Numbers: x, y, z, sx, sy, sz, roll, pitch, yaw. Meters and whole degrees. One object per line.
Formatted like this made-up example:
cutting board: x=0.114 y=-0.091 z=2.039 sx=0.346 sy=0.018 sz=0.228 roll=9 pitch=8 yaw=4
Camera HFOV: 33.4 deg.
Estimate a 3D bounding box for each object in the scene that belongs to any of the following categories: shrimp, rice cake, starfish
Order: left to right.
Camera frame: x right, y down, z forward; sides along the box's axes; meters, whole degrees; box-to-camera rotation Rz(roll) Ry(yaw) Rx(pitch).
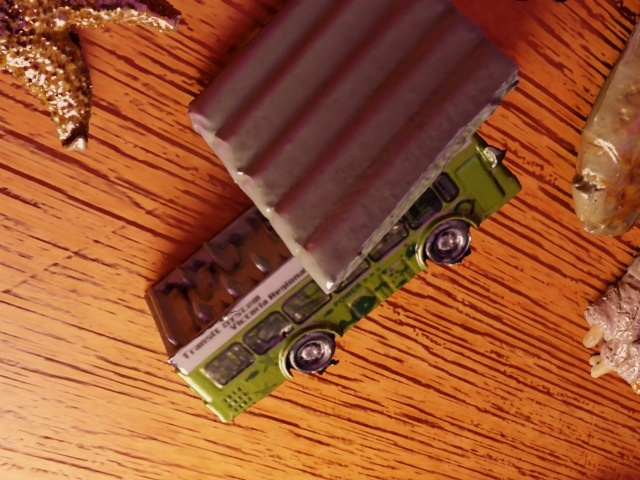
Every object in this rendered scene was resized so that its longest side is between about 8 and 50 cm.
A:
starfish: x=-0.203 y=-0.147 z=0.661 sx=0.227 sy=0.043 sz=0.241 roll=-20 pitch=127 yaw=-16
rice cake: x=0.019 y=-0.097 z=0.739 sx=0.198 sy=0.189 sz=0.037 roll=-41 pitch=166 yaw=6
shrimp: x=0.301 y=-0.134 z=0.936 sx=0.154 sy=0.062 sz=0.294 roll=-15 pitch=131 yaw=-35

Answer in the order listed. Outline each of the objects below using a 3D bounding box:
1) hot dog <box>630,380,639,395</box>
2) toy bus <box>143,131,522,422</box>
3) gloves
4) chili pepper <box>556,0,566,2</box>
hot dog: x=0.420 y=0.127 z=1.186 sx=0.165 sy=0.045 sz=0.071 roll=-16 pitch=126 yaw=-18
toy bus: x=0.000 y=0.000 z=0.832 sx=0.301 sy=0.113 sz=0.139 roll=-40 pitch=128 yaw=3
gloves: x=0.333 y=0.081 z=1.082 sx=0.110 sy=0.094 sz=0.144 roll=-11 pitch=119 yaw=-36
chili pepper: x=0.194 y=-0.205 z=0.815 sx=0.182 sy=0.073 sz=0.050 roll=0 pitch=98 yaw=-22
